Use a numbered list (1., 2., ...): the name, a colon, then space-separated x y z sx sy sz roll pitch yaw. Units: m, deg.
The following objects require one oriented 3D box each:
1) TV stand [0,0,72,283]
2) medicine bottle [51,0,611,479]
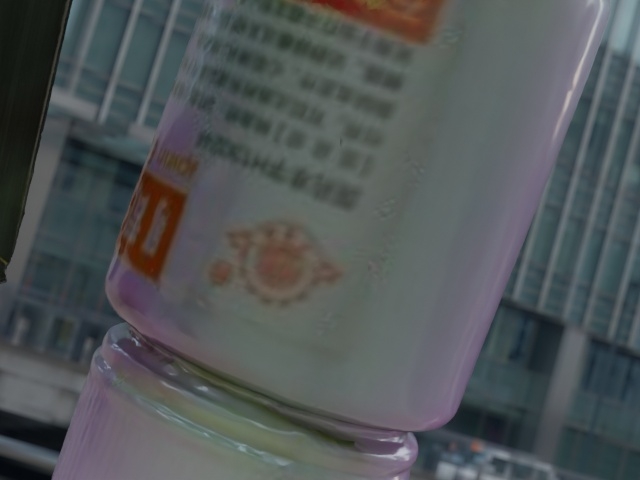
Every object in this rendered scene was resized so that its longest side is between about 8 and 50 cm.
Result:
1. TV stand: -0.195 -0.101 0.915 0.088 0.269 0.083 30 28 24
2. medicine bottle: 0.000 0.000 0.987 0.219 0.388 0.219 20 8 -3
